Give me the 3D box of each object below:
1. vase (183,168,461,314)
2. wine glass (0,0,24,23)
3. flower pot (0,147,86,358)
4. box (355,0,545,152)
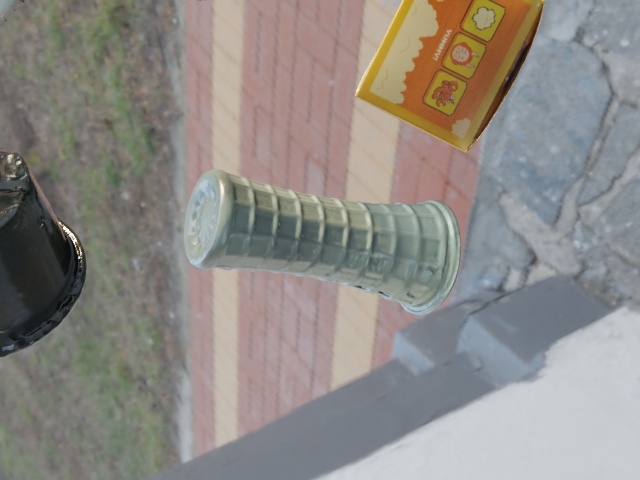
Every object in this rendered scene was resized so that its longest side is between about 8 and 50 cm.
[{"bbox_3d":[0.000,0.000,1.183,0.143,0.298,0.143,-29,56,57],"label":"vase"},{"bbox_3d":[-0.467,-0.313,1.133,0.357,0.190,0.191,-54,-49,-72],"label":"wine glass"},{"bbox_3d":[-0.259,-0.002,0.748,0.157,0.157,0.107,46,154,36],"label":"flower pot"},{"bbox_3d":[0.209,-0.300,1.674,0.213,0.283,0.260,26,99,2],"label":"box"}]
